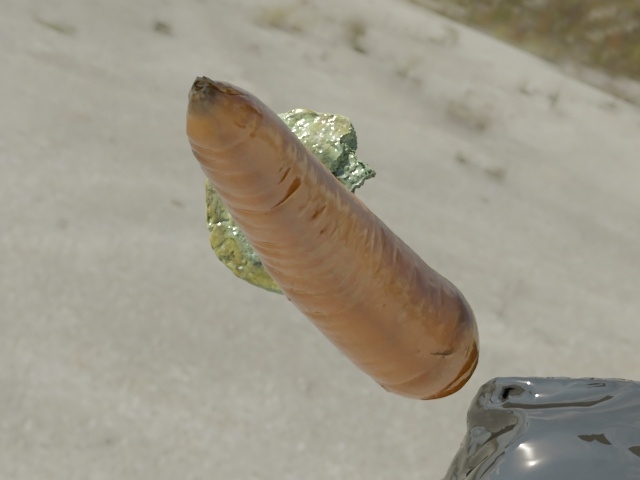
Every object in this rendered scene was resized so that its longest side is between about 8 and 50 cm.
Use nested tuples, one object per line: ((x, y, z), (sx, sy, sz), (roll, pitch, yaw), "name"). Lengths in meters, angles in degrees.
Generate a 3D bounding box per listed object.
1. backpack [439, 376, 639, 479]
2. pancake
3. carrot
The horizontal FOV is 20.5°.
((0.261, 0.252, 1.180), (0.363, 0.255, 0.446), (2, -39, 15), "backpack")
((-0.022, -0.028, 1.176), (0.116, 0.129, 0.022), (6, -15, 20), "pancake")
((-0.001, 0.000, 0.749), (0.271, 0.062, 0.066), (46, 26, -48), "carrot")
